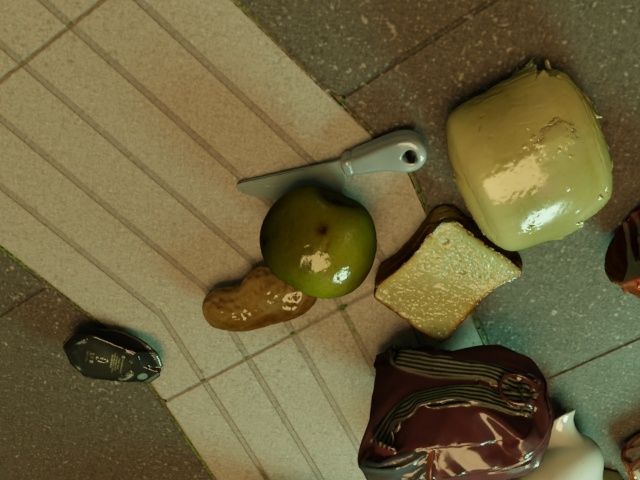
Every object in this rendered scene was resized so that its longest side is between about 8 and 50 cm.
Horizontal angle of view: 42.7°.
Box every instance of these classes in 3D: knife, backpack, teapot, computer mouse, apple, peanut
[{"bbox_3d":[0.019,-0.109,1.355,0.331,0.044,0.080,-15,130,21],"label":"knife"},{"bbox_3d":[0.233,0.293,1.392,0.317,0.283,0.197,-10,130,22],"label":"backpack"},{"bbox_3d":[0.430,0.449,1.550,0.139,0.204,0.298,47,126,23],"label":"teapot"},{"bbox_3d":[-0.397,0.218,1.570,0.192,0.062,0.106,16,119,-10],"label":"computer mouse"},{"bbox_3d":[0.000,0.000,1.330,0.196,0.196,0.157,22,108,-6],"label":"apple"},{"bbox_3d":[-0.109,0.102,1.455,0.226,0.095,0.108,-19,100,20],"label":"peanut"}]

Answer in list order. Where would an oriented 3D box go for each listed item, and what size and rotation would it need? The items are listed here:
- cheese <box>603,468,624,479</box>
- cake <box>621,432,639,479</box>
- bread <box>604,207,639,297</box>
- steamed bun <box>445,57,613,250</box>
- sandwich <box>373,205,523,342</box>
[{"bbox_3d":[0.562,0.574,1.674,0.127,0.050,0.255,10,122,-1],"label":"cheese"},{"bbox_3d":[0.668,0.372,1.518,0.135,0.098,0.287,21,120,-6],"label":"cake"},{"bbox_3d":[0.531,0.020,1.299,0.073,0.160,0.160,33,118,-19],"label":"bread"},{"bbox_3d":[0.320,-0.116,1.239,0.232,0.166,0.273,-18,116,17],"label":"steamed bun"},{"bbox_3d":[0.214,0.060,1.410,0.186,0.065,0.215,33,118,-12],"label":"sandwich"}]
